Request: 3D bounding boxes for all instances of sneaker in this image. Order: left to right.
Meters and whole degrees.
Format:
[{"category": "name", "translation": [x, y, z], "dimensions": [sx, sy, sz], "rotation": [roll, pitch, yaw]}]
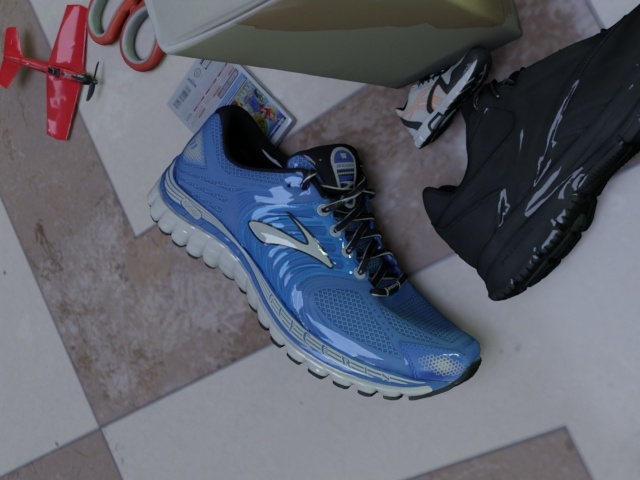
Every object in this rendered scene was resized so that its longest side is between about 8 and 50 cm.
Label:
[{"category": "sneaker", "translation": [0.000, 0.000, 0.630], "dimensions": [0.330, 0.130, 0.147], "rotation": [38, 113, 16]}, {"category": "sneaker", "translation": [0.093, -0.118, 0.594], "dimensions": [0.043, 0.040, 0.109], "rotation": [53, 143, 10]}, {"category": "sneaker", "translation": [0.175, -0.093, 0.541], "dimensions": [0.130, 0.109, 0.286], "rotation": [44, 113, 23]}]

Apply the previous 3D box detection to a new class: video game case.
[{"category": "video game case", "translation": [-0.089, -0.125, 0.729], "dimensions": [0.122, 0.011, 0.087], "rotation": [48, 115, 15]}]

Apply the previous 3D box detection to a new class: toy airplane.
[{"category": "toy airplane", "translation": [-0.301, -0.192, 0.825], "dimensions": [0.151, 0.028, 0.151], "rotation": [3, 97, 28]}]

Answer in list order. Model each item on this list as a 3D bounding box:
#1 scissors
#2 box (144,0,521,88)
[{"category": "scissors", "translation": [-0.133, -0.292, 0.724], "dimensions": [0.109, 0.021, 0.297], "rotation": [50, 118, 16]}, {"category": "box", "translation": [0.020, -0.192, 0.488], "dimensions": [0.121, 0.311, 0.148], "rotation": [-17, 90, 29]}]
